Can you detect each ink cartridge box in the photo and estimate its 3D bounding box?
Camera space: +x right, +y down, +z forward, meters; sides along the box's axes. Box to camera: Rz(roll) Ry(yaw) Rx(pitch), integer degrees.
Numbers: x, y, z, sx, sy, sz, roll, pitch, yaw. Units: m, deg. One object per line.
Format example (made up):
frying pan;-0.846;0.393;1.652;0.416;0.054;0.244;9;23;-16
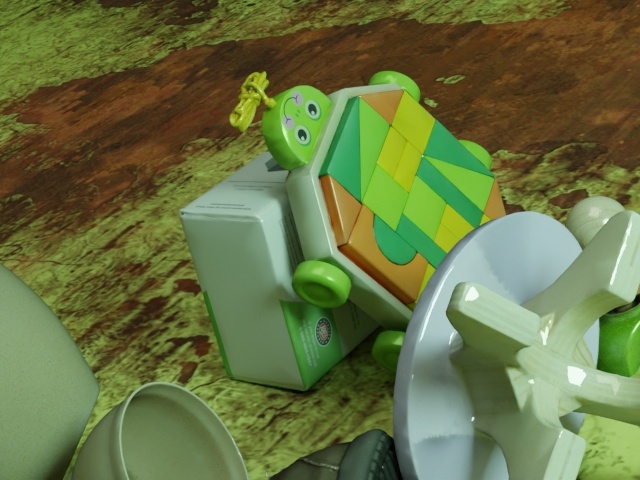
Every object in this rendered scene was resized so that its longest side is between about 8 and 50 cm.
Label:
ink cartridge box;0.000;0.000;1.642;0.114;0.198;0.273;4;29;38

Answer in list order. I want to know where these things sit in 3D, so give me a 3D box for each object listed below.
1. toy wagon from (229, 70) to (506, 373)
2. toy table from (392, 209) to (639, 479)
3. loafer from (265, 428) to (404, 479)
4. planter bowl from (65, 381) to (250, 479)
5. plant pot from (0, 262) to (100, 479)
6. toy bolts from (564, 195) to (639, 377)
toy wagon;0.054;-0.044;1.545;0.068;0.344;0.267;-18;41;44
toy table;0.175;0.098;1.249;0.252;0.274;0.161;15;-14;-24
loafer;-0.022;0.283;1.179;0.130;0.134;0.366;-15;19;23
planter bowl;-0.150;0.217;1.341;0.109;0.162;0.162;-31;16;28
plant pot;-0.313;0.157;1.431;0.191;0.284;0.284;23;27;-6
toy bolts;0.189;0.059;1.454;0.228;0.158;0.218;-33;21;-24
